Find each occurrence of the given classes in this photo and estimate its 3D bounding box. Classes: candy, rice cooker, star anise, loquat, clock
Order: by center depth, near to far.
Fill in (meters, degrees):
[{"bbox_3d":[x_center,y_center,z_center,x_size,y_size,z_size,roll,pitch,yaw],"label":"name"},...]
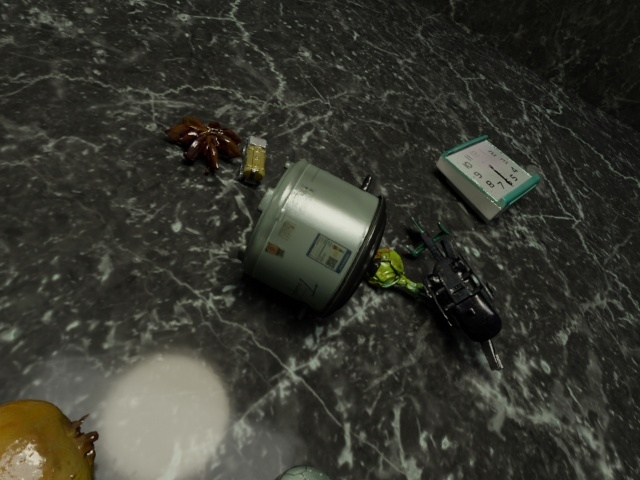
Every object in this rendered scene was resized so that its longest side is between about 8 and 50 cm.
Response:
[{"bbox_3d":[-0.320,0.247,0.442,0.163,0.137,0.163,5,45,-5],"label":"loquat"},{"bbox_3d":[0.000,0.000,0.741,0.227,0.241,0.280,26,83,-2],"label":"rice cooker"},{"bbox_3d":[0.204,0.109,0.888,0.262,0.077,0.073,36,31,-9],"label":"candy"},{"bbox_3d":[-0.245,-0.216,0.898,0.168,0.057,0.168,15,51,-19],"label":"star anise"},{"bbox_3d":[0.484,-0.182,1.236,0.262,0.116,0.231,-26,66,-41],"label":"clock"}]

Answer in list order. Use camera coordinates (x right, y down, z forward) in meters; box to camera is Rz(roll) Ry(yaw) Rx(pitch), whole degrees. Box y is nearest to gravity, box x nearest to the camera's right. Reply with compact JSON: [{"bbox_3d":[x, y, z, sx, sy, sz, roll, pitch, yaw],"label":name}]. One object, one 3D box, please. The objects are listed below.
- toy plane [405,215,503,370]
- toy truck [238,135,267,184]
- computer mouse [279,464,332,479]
[{"bbox_3d":[0.278,0.079,0.889,0.155,0.106,0.382,37,22,-48],"label":"toy plane"},{"bbox_3d":[-0.144,-0.175,0.915,0.052,0.063,0.123,13,50,-18],"label":"toy truck"},{"bbox_3d":[0.003,0.410,0.536,0.113,0.068,0.229,-4,57,-29],"label":"computer mouse"}]
